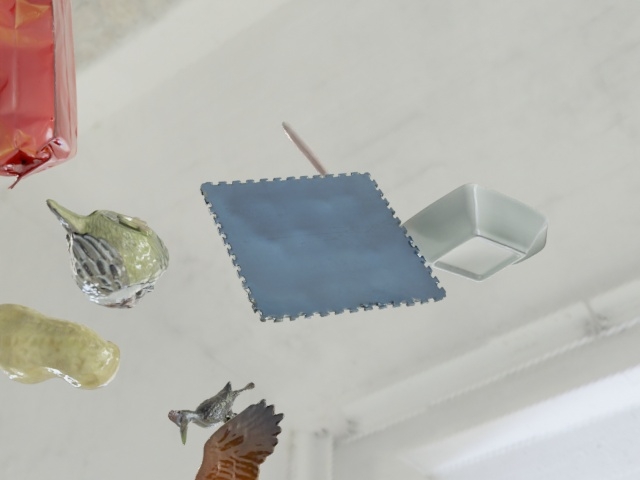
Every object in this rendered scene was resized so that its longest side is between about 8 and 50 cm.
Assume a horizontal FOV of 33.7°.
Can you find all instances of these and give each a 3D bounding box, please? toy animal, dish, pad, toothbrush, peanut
[{"bbox_3d":[-0.220,0.016,1.047,0.098,0.137,0.098,-43,-144,43],"label":"toy animal"},{"bbox_3d":[0.232,0.006,1.498,0.154,0.234,0.064,-35,-126,34],"label":"dish"},{"bbox_3d":[0.000,0.000,1.393,0.269,0.269,0.012,-117,-148,-42],"label":"pad"},{"bbox_3d":[-0.193,0.309,1.892,0.070,0.202,0.105,-11,-98,45],"label":"toy animal"},{"bbox_3d":[-0.096,0.417,1.449,0.302,0.284,0.225,-39,-162,32],"label":"toy animal"},{"bbox_3d":[-0.002,-0.110,1.645,0.029,0.025,0.307,-61,-143,20],"label":"toothbrush"},{"bbox_3d":[-0.546,0.221,2.092,0.319,0.147,0.147,16,-116,16],"label":"peanut"}]

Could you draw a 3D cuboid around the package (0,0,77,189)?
[{"bbox_3d":[-0.459,-0.298,1.659,0.196,0.123,0.423,-129,-143,-81],"label":"package"}]
